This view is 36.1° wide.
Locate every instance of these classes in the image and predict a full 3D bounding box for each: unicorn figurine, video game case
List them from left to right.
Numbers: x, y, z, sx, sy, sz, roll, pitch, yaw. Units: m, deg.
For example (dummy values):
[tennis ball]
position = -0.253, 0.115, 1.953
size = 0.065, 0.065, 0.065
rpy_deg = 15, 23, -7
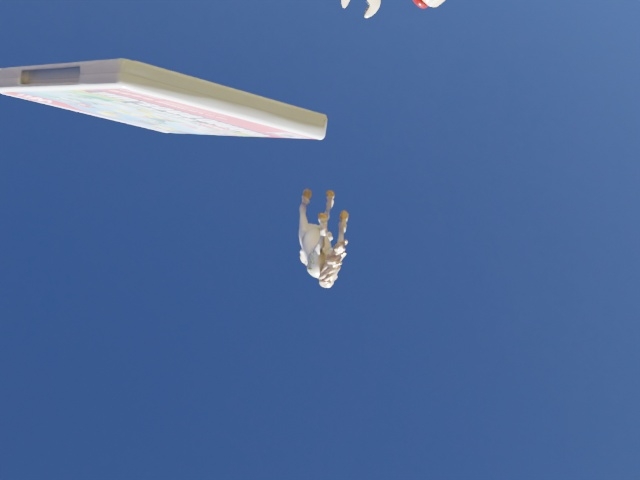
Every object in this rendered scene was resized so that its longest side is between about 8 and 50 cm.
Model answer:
[video game case]
position = -0.158, -0.128, 0.912
size = 0.204, 0.285, 0.025
rpy_deg = 10, -90, -38
[unicorn figurine]
position = 0.000, 0.000, 1.133
size = 0.060, 0.111, 0.162
rpy_deg = 8, -152, 0

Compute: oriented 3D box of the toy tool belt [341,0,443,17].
[toy tool belt]
position = 0.021, -0.138, 0.480
size = 0.083, 0.051, 0.052
rpy_deg = 50, -148, -6
